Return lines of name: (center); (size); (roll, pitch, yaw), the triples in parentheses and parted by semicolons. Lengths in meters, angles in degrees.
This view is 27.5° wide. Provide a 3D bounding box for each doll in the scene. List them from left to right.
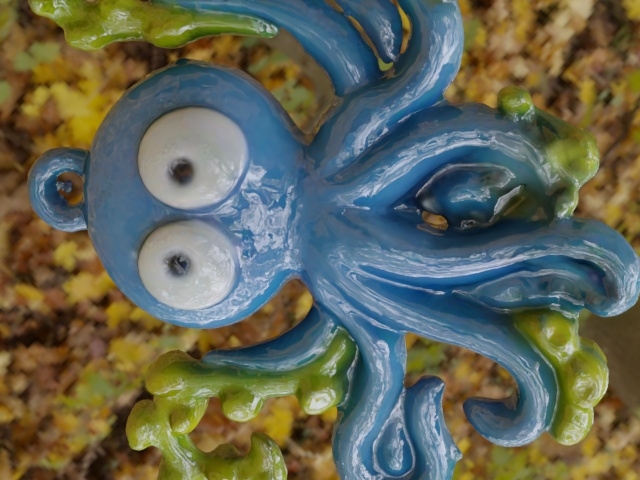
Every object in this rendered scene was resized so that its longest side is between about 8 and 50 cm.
doll: (0.000, 0.000, 0.707); (0.099, 0.341, 0.346); (-51, 146, -69)
